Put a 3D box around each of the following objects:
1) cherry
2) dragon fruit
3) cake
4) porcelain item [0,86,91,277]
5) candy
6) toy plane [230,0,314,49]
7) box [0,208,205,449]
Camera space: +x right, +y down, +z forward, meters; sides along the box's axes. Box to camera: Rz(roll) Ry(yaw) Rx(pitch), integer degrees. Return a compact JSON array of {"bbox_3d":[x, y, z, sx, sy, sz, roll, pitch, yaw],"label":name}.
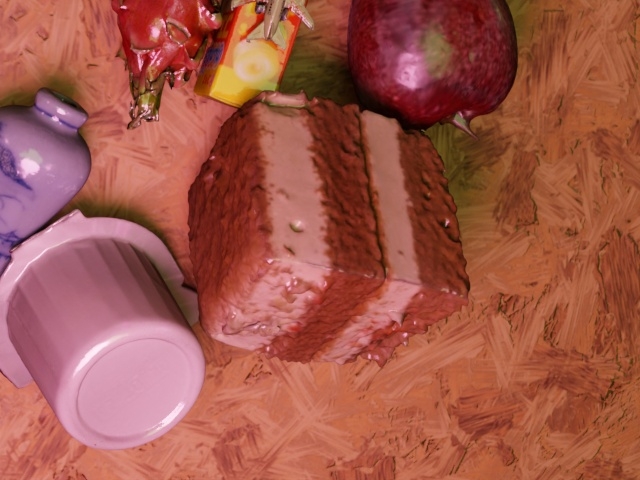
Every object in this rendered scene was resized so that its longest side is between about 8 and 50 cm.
[{"bbox_3d":[0.144,-0.271,1.248,0.230,0.203,0.300,-16,92,-13],"label":"cherry"},{"bbox_3d":[-0.200,-0.251,1.168,0.135,0.137,0.236,14,99,-18],"label":"dragon fruit"},{"bbox_3d":[0.000,0.000,1.169,0.290,0.256,0.282,6,58,-24],"label":"cake"},{"bbox_3d":[-0.375,-0.062,1.152,0.141,0.141,0.259,28,99,-21],"label":"porcelain item"},{"bbox_3d":[-0.073,-0.303,1.196,0.088,0.146,0.276,16,97,-19],"label":"candy"},{"bbox_3d":[-0.053,-0.284,1.109,0.102,0.040,0.111,10,96,-20],"label":"toy plane"},{"bbox_3d":[-0.241,0.134,1.159,0.291,0.206,0.262,13,111,-37],"label":"box"}]
